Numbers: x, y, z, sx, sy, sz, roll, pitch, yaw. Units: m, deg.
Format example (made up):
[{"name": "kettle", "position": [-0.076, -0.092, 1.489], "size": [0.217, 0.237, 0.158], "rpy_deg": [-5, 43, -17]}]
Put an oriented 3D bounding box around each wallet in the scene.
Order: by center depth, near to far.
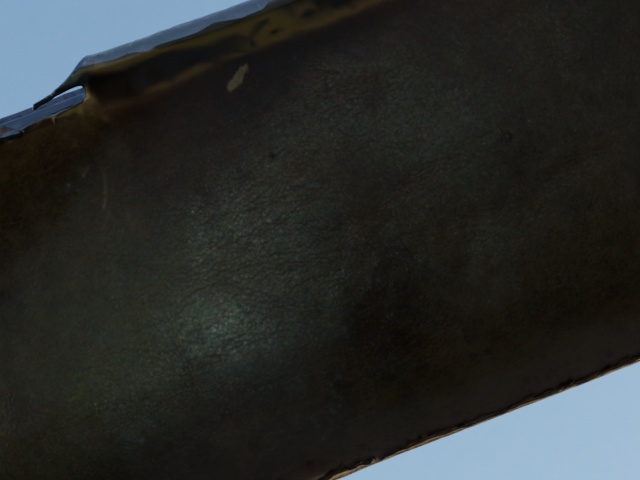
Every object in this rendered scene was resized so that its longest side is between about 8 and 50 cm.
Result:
[{"name": "wallet", "position": [0.000, 0.000, 0.384], "size": [0.255, 0.031, 0.137], "rpy_deg": [-21, -80, 0]}]
